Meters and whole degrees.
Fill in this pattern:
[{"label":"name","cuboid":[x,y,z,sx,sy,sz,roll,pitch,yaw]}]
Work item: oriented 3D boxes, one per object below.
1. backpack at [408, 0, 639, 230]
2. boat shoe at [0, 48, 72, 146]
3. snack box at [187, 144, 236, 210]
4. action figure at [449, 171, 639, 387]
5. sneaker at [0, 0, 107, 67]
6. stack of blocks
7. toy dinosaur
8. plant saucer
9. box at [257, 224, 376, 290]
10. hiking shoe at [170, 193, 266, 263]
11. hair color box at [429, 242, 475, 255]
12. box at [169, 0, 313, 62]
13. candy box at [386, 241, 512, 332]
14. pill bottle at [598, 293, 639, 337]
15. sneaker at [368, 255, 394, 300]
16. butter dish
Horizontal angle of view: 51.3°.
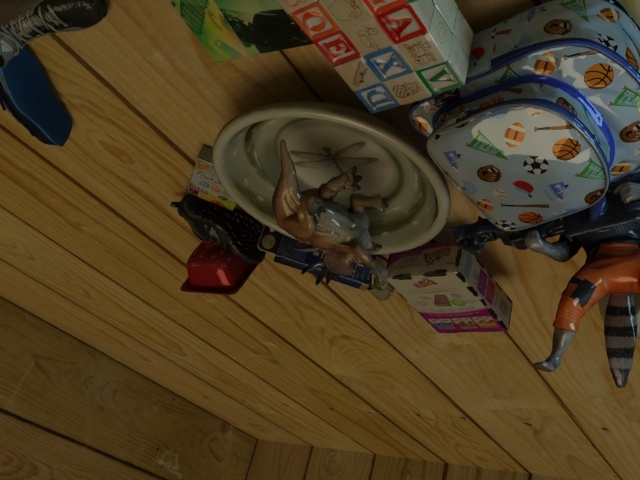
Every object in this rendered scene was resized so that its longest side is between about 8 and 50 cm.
[{"label":"backpack","cuboid":[0.270,-0.155,0.816,0.276,0.213,0.263,37,136,-28]},{"label":"boat shoe","cuboid":[-0.534,-0.248,1.177,0.089,0.109,0.258,15,150,10]},{"label":"snack box","cuboid":[-0.198,-0.119,1.297,0.100,0.037,0.141,21,152,-10]},{"label":"action figure","cuboid":[0.370,0.030,0.956,0.341,0.330,0.178,-8,153,35]},{"label":"sneaker","cuboid":[-0.427,-0.306,0.981,0.228,0.132,0.086,3,149,24]},{"label":"stack of blocks","cuboid":[0.053,-0.279,0.700,0.171,0.087,0.297,-9,143,38]},{"label":"toy dinosaur","cuboid":[0.000,-0.023,1.070,0.295,0.127,0.200,39,153,-26]},{"label":"plant saucer","cuboid":[0.024,-0.116,1.114,0.400,0.100,0.400,14,152,7]},{"label":"box","cuboid":[0.000,0.000,1.299,0.225,0.136,0.036,19,152,-3]},{"label":"hiking shoe","cuboid":[-0.214,-0.028,1.442,0.227,0.086,0.114,43,153,-27]},{"label":"hair color box","cuboid":[0.267,0.073,1.373,0.093,0.053,0.167,8,149,14]},{"label":"box","cuboid":[-0.055,-0.338,0.803,0.322,0.058,0.232,0,147,30]},{"label":"candy box","cuboid":[0.251,0.097,1.294,0.159,0.071,0.233,-8,143,38]},{"label":"pill bottle","cuboid":[0.660,0.100,1.027,0.392,0.224,0.224,16,152,0]},{"label":"sneaker","cuboid":[0.094,0.073,1.425,0.088,0.093,0.225,-1,148,30]},{"label":"butter dish","cuboid":[-0.235,0.037,1.516,0.160,0.160,0.118,3,126,26]}]
